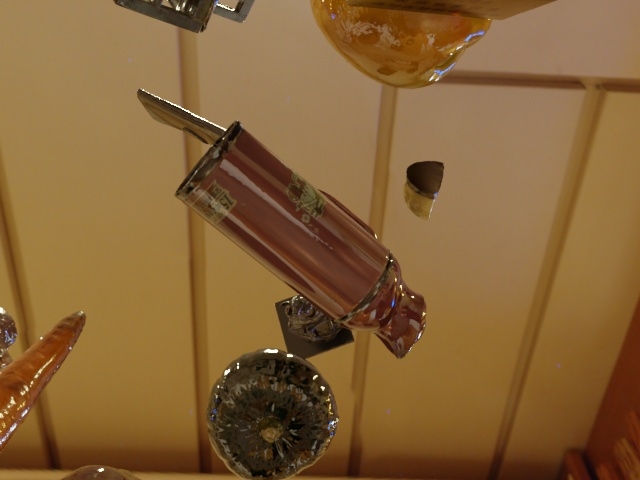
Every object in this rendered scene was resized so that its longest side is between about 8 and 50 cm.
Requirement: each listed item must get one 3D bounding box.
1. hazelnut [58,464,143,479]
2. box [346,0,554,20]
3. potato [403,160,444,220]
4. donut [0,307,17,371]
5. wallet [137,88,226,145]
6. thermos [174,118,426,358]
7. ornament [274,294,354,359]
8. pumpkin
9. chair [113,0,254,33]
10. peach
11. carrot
[{"bbox_3d":[-0.256,0.363,0.813,0.217,0.217,0.252,-11,-38,5],"label":"hazelnut"},{"bbox_3d":[0.214,-0.367,0.867,0.264,0.415,0.116,1,-84,-18],"label":"box"},{"bbox_3d":[0.181,-0.085,1.314,0.066,0.096,0.103,17,-44,9],"label":"potato"},{"bbox_3d":[-0.524,0.172,1.064,0.126,0.186,0.144,-38,-88,-2],"label":"donut"},{"bbox_3d":[-0.183,-0.163,1.008,0.156,0.082,0.018,28,-103,15],"label":"wallet"},{"bbox_3d":[-0.005,0.007,0.844,0.330,0.136,0.109,40,-82,-14],"label":"thermos"},{"bbox_3d":[-0.030,0.142,1.519,0.166,0.153,0.196,-21,-27,5],"label":"ornament"},{"bbox_3d":[-0.077,0.276,1.130,0.211,0.152,0.212,2,-80,13],"label":"pumpkin"},{"bbox_3d":[-0.165,-0.377,1.015,0.270,0.147,0.136,10,-57,-43],"label":"chair"},{"bbox_3d":[0.128,-0.416,1.224,0.289,0.289,0.308,-42,-92,21],"label":"peach"},{"bbox_3d":[-0.264,0.133,0.603,0.061,0.257,0.061,5,-67,13],"label":"carrot"}]
